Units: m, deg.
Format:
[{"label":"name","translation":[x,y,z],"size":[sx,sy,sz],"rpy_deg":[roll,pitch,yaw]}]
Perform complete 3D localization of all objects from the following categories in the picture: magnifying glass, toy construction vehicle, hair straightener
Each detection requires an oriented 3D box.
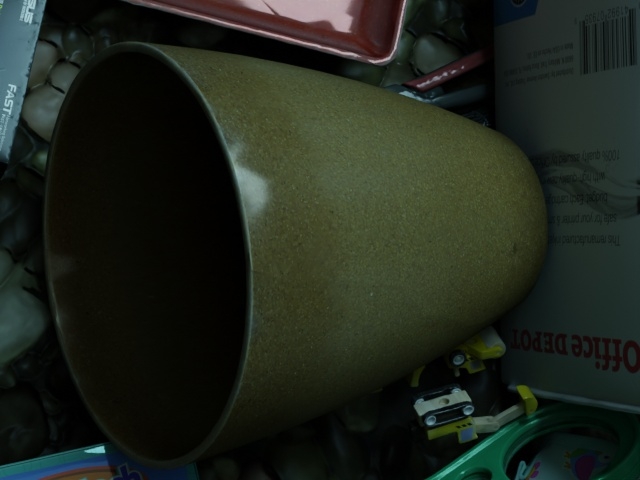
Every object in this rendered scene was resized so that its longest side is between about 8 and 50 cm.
[{"label":"magnifying glass","translation":[0.086,0.154,1.126],"size":[0.231,0.092,0.026],"rpy_deg":[-18,119,1]},{"label":"toy construction vehicle","translation":[0.076,0.092,1.160],"size":[0.098,0.086,0.035],"rpy_deg":[-15,124,-14]},{"label":"hair straightener","translation":[0.127,-0.093,1.233],"size":[0.230,0.047,0.089],"rpy_deg":[-24,85,-21]}]

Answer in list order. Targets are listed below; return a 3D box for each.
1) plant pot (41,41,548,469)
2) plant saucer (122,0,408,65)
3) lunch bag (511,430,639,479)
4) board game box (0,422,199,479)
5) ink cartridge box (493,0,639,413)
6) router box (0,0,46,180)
[{"label":"plant pot","translation":[0.000,0.000,1.096],"size":[0.254,0.237,0.237],"rpy_deg":[-5,78,-35]},{"label":"plant saucer","translation":[-0.055,-0.259,1.192],"size":[0.258,0.048,0.259],"rpy_deg":[13,80,-10]},{"label":"lunch bag","translation":[0.199,0.254,1.112],"size":[0.262,0.160,0.223],"rpy_deg":[23,68,24]},{"label":"board game box","translation":[-0.132,0.226,1.074],"size":[0.160,0.047,0.210],"rpy_deg":[-10,81,-19]},{"label":"ink cartridge box","translation":[0.205,-0.057,1.125],"size":[0.129,0.223,0.307],"rpy_deg":[-1,90,-19]},{"label":"router box","translation":[-0.224,-0.107,1.129],"size":[0.092,0.038,0.122],"rpy_deg":[14,73,-15]}]
